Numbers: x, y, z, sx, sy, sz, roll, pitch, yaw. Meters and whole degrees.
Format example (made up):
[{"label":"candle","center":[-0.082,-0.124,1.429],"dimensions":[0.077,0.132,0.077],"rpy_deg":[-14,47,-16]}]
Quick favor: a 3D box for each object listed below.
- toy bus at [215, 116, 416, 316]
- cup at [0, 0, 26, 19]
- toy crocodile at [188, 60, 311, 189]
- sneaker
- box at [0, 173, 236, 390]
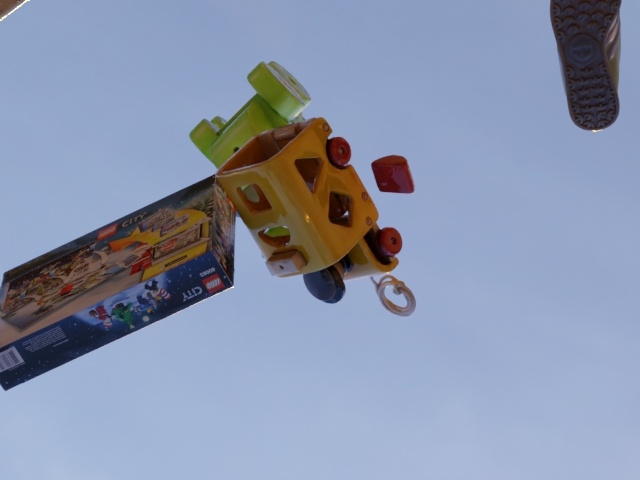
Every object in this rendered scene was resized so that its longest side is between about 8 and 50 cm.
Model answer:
[{"label":"toy bus","center":[-0.009,-0.009,1.688],"dimensions":[0.202,0.191,0.104],"rpy_deg":[30,-132,17]},{"label":"cup","center":[-0.440,-0.364,2.035],"dimensions":[0.237,0.331,0.331],"rpy_deg":[55,-154,1]},{"label":"toy crocodile","center":[-0.060,-0.117,1.981],"dimensions":[0.105,0.115,0.340],"rpy_deg":[46,-173,-3]},{"label":"sneaker","center":[0.240,-0.202,1.680],"dimensions":[0.064,0.192,0.086],"rpy_deg":[-4,-149,6]},{"label":"box","center":[-0.189,0.036,1.689],"dimensions":[0.233,0.044,0.159],"rpy_deg":[-24,-155,11]}]
